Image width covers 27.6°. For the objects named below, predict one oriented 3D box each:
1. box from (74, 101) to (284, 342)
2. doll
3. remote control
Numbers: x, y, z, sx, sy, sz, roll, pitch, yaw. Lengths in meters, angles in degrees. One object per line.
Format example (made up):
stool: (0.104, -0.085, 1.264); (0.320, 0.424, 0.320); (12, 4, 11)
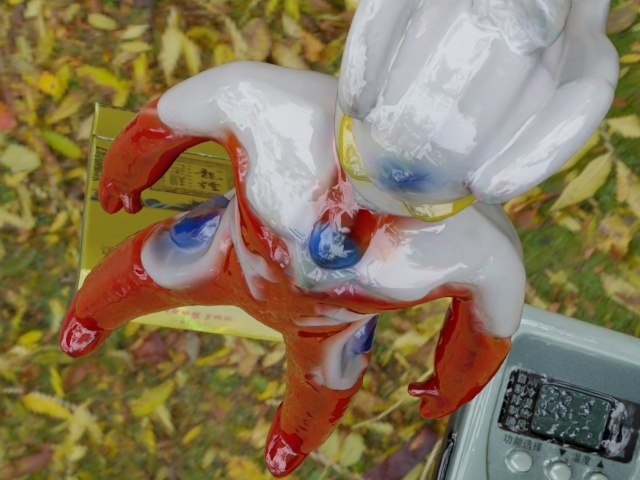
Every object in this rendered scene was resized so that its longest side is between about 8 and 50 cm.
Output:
box: (-0.093, -0.020, 0.935); (0.153, 0.279, 0.041); (8, 116, -12)
doll: (0.000, 0.000, 0.528); (0.188, 0.099, 0.384); (30, 147, -5)
remote control: (0.128, 0.194, 0.830); (0.140, 0.056, 0.296); (17, 85, -10)
